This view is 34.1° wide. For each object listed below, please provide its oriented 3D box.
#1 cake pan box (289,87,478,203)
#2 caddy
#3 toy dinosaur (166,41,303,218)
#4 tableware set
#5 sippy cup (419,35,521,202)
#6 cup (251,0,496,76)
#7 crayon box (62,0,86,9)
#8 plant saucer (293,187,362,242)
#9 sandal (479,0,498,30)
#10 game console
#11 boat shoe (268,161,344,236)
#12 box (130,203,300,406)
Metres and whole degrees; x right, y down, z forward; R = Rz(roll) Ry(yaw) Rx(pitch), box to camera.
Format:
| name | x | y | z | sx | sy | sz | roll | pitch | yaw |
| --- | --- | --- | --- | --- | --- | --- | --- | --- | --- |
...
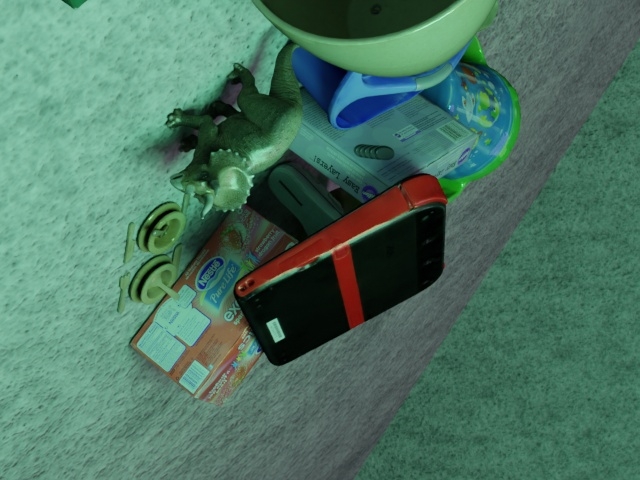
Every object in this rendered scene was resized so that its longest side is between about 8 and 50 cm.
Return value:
| name | x | y | z | sx | sy | sz | roll | pitch | yaw |
| --- | --- | --- | --- | --- | --- | --- | --- | --- | --- |
| cake pan box | 0.087 | -0.175 | 1.663 | 0.267 | 0.246 | 0.070 | -34 | 154 | -44 |
| caddy | 0.113 | -0.295 | 1.559 | 0.341 | 0.179 | 0.241 | -31 | 161 | -40 |
| toy dinosaur | -0.101 | -0.146 | 1.428 | 0.313 | 0.160 | 0.121 | -42 | 156 | -26 |
| tableware set | -0.239 | 0.028 | 1.568 | 0.128 | 0.039 | 0.194 | -34 | 151 | -42 |
| sippy cup | 0.214 | -0.236 | 1.891 | 0.240 | 0.305 | 0.224 | -33 | 156 | 25 |
| cup | 0.089 | -0.332 | 1.283 | 0.331 | 0.331 | 0.237 | -52 | 155 | -5 |
| crayon box | -0.168 | -0.439 | 0.918 | 0.363 | 0.106 | 0.313 | -48 | 158 | -16 |
| plant saucer | 0.000 | 0.000 | 1.870 | 0.241 | 0.037 | 0.241 | -48 | -155 | 31 |
| sandal | 0.233 | -0.437 | 1.738 | 0.303 | 0.086 | 0.120 | 21 | 102 | -51 |
| game console | 0.042 | 0.054 | 1.625 | 0.342 | 0.060 | 0.386 | -27 | 158 | -5 |
| boat shoe | 0.010 | -0.043 | 1.743 | 0.083 | 0.226 | 0.076 | -34 | -177 | 37 |
| box | -0.149 | 0.107 | 1.725 | 0.300 | 0.154 | 0.142 | -54 | 160 | -4 |
